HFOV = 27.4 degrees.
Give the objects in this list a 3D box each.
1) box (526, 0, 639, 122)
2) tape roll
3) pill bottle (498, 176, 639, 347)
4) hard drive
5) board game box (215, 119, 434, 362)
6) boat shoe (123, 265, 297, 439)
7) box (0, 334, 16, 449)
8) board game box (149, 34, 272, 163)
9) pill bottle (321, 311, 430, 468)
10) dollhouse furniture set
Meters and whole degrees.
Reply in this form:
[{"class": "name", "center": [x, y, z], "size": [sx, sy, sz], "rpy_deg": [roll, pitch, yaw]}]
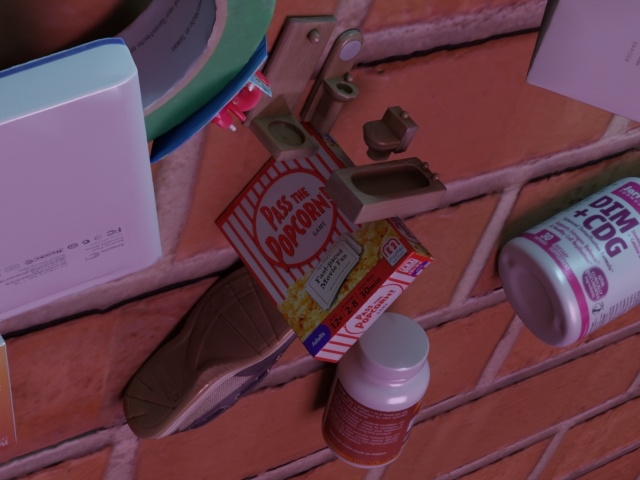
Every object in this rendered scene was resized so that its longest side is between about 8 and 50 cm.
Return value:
[{"class": "box", "center": [0.325, -0.256, 1.101], "size": [0.168, 0.215, 0.345], "rpy_deg": [107, 4, -45]}, {"class": "tape roll", "center": [-0.189, -0.156, 0.921], "size": [0.321, 0.077, 0.321], "rpy_deg": [-22, 157, -10]}, {"class": "pill bottle", "center": [0.396, 0.012, 1.770], "size": [0.283, 0.160, 0.160], "rpy_deg": [-28, 149, -18]}, {"class": "hard drive", "center": [-0.233, -0.026, 1.005], "size": [0.210, 0.040, 0.318], "rpy_deg": [-20, 159, -12]}, {"class": "board game box", "center": [0.000, 0.000, 1.291], "size": [0.147, 0.193, 0.045], "rpy_deg": [-48, 148, 16]}, {"class": "boat shoe", "center": [-0.098, 0.120, 1.453], "size": [0.285, 0.103, 0.092], "rpy_deg": [-44, 155, 18]}, {"class": "box", "center": [-0.358, 0.134, 1.192], "size": [0.130, 0.091, 0.170], "rpy_deg": [-23, 147, -24]}, {"class": "board game box", "center": [-0.082, -0.114, 1.089], "size": [0.133, 0.168, 0.033], "rpy_deg": [-41, 109, 14]}, {"class": "pill bottle", "center": [0.075, 0.195, 1.714], "size": [0.121, 0.121, 0.216], "rpy_deg": [-21, 147, -27]}, {"class": "dollhouse furniture set", "center": [0.042, -0.115, 1.221], "size": [0.144, 0.151, 0.123], "rpy_deg": [-12, 141, -42]}]
